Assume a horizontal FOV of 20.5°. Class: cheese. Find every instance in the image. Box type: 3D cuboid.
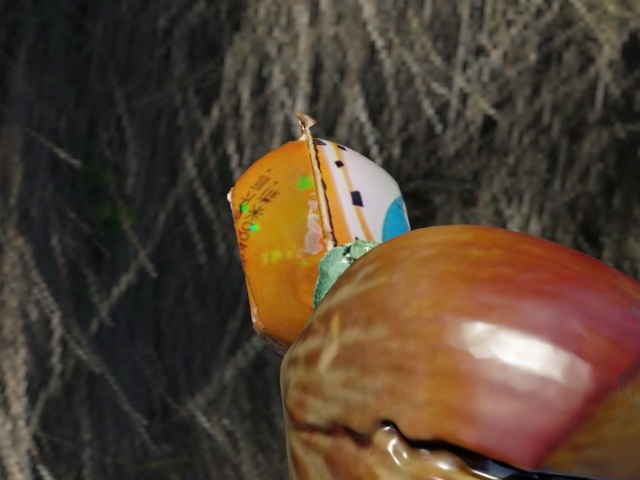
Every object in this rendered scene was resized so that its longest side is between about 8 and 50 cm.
[{"bbox_3d":[0.000,0.000,1.374,0.329,0.129,0.217,-107,-172,-78],"label":"cheese"}]

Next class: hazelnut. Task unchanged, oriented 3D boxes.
[{"bbox_3d":[0.080,0.099,0.904,0.181,0.181,0.212,8,105,-20],"label":"hazelnut"}]

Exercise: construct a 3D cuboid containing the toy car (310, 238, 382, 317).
[{"bbox_3d":[0.081,0.055,1.140,0.058,0.186,0.093,-3,104,-64],"label":"toy car"}]
